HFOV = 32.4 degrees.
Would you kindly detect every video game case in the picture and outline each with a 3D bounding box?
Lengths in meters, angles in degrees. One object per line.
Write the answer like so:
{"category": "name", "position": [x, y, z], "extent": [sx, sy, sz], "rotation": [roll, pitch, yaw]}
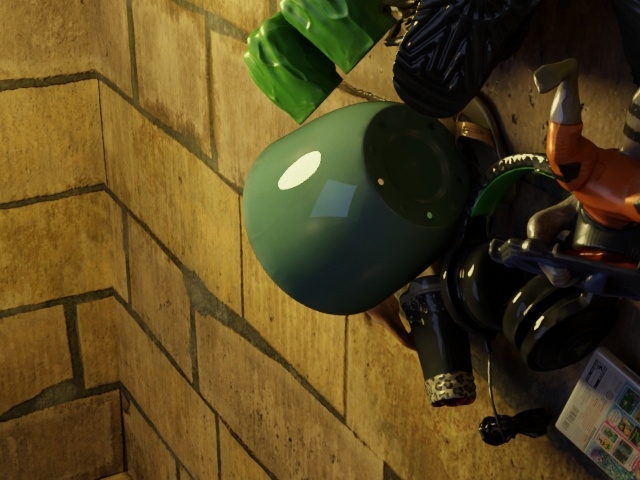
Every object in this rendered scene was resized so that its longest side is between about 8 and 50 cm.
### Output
{"category": "video game case", "position": [0.372, 0.228, 1.363], "extent": [0.143, 0.019, 0.157], "rotation": [43, 139, 28]}

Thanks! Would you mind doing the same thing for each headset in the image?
{"category": "headset", "position": [0.280, 0.083, 1.425], "extent": [0.243, 0.185, 0.394], "rotation": [30, 113, 50]}

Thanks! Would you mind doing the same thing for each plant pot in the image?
{"category": "plant pot", "position": [0.072, -0.063, 1.567], "extent": [0.235, 0.293, 0.293], "rotation": [-31, 74, 52]}

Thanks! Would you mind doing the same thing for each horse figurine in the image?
{"category": "horse figurine", "position": [0.072, 0.061, 1.739], "extent": [0.263, 0.066, 0.174], "rotation": [51, -164, -36]}

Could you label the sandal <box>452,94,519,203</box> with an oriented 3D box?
{"category": "sandal", "position": [0.213, -0.130, 1.503], "extent": [0.180, 0.049, 0.072], "rotation": [69, 152, 15]}

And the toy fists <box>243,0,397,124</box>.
{"category": "toy fists", "position": [-0.009, -0.284, 1.534], "extent": [0.142, 0.096, 0.279], "rotation": [44, 144, -4]}

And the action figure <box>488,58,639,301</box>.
{"category": "action figure", "position": [0.358, -0.032, 1.134], "extent": [0.341, 0.178, 0.330], "rotation": [17, 154, 17]}

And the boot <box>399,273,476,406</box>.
{"category": "boot", "position": [0.169, 0.154, 1.581], "extent": [0.236, 0.085, 0.178], "rotation": [82, 180, -75]}

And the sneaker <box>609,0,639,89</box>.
{"category": "sneaker", "position": [0.354, -0.212, 1.143], "extent": [0.130, 0.109, 0.286], "rotation": [103, 146, -53]}

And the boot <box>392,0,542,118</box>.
{"category": "boot", "position": [0.215, -0.314, 1.244], "extent": [0.131, 0.260, 0.348], "rotation": [39, 125, 4]}

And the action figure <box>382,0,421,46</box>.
{"category": "action figure", "position": [0.068, -0.343, 1.591], "extent": [0.276, 0.141, 0.164], "rotation": [40, 147, 48]}
